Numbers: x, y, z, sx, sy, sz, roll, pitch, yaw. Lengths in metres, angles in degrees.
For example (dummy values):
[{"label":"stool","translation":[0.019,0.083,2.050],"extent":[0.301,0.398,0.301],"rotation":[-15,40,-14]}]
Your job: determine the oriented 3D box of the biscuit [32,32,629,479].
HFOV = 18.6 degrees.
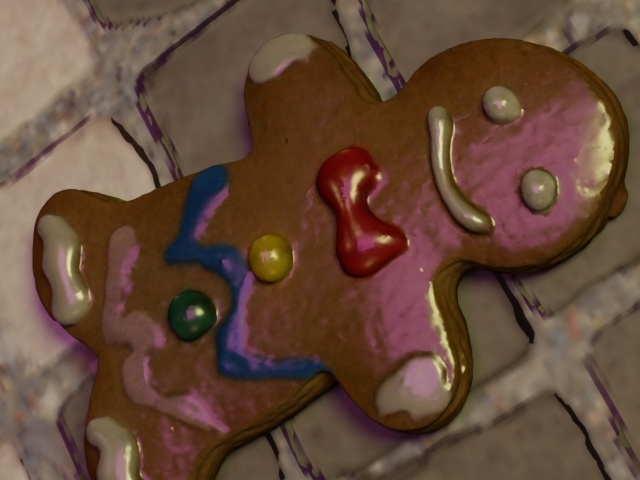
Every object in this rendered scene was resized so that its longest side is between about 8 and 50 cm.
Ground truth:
[{"label":"biscuit","translation":[0.000,0.000,0.612],"extent":[0.205,0.031,0.138],"rotation":[-24,70,19]}]
